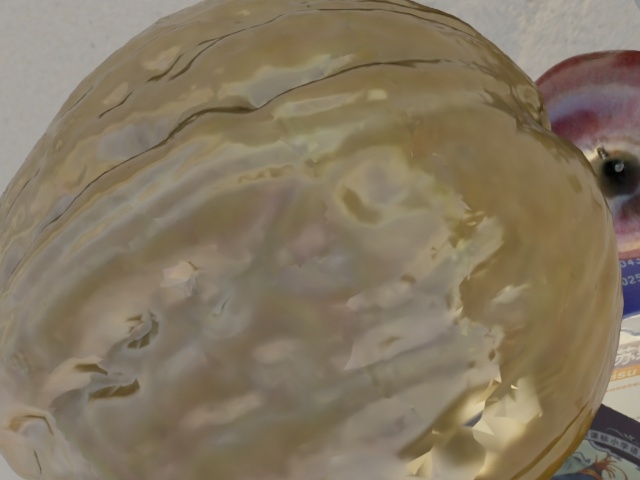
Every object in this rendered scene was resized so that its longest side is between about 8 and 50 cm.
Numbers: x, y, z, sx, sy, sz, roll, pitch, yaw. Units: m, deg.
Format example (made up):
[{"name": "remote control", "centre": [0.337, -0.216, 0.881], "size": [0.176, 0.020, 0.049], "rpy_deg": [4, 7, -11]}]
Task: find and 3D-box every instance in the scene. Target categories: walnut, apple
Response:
[{"name": "walnut", "centre": [-0.022, 0.029, 0.523], "size": [0.333, 0.333, 0.332], "rpy_deg": [17, 128, 23]}, {"name": "apple", "centre": [0.203, -0.060, 0.721], "size": [0.153, 0.120, 0.153], "rpy_deg": [5, 118, 9]}]

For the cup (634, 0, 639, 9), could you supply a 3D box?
[{"name": "cup", "centre": [0.289, -0.235, 0.752], "size": [0.168, 0.173, 0.299], "rpy_deg": [-2, 77, 11]}]

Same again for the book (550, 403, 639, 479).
[{"name": "book", "centre": [0.136, 0.190, 0.558], "size": [0.157, 0.231, 0.026], "rpy_deg": [27, 145, 12]}]

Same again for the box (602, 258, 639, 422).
[{"name": "box", "centre": [0.283, 0.129, 1.033], "size": [0.200, 0.106, 0.299], "rpy_deg": [-12, 139, -6]}]
